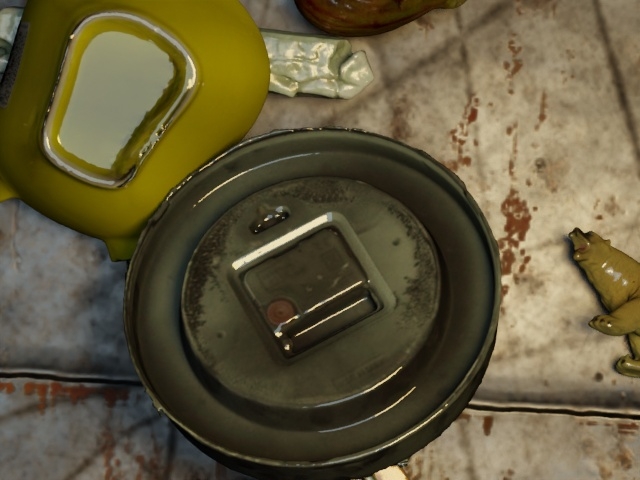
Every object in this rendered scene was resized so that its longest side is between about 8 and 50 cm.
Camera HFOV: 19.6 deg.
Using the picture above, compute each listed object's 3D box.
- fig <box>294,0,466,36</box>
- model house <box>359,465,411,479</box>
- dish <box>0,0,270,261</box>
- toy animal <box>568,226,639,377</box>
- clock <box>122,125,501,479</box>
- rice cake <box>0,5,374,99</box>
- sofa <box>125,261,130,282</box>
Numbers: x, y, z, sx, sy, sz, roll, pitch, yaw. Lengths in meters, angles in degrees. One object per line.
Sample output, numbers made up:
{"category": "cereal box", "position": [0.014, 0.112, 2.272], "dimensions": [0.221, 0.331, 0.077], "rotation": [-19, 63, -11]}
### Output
{"category": "fig", "position": [0.053, -0.225, 1.624], "dimensions": [0.154, 0.103, 0.109], "rotation": [19, 119, -9]}
{"category": "model house", "position": [0.025, 0.268, 1.550], "dimensions": [0.215, 0.198, 0.224], "rotation": [-32, 90, -9]}
{"category": "dish", "position": [-0.172, -0.116, 1.548], "dimensions": [0.221, 0.108, 0.262], "rotation": [28, 95, -3]}
{"category": "toy animal", "position": [0.312, 0.066, 1.633], "dimensions": [0.218, 0.103, 0.101], "rotation": [16, 68, 1]}
{"category": "clock", "position": [-0.005, 0.052, 1.502], "dimensions": [0.312, 0.061, 0.313], "rotation": [-4, 60, 7]}
{"category": "rice cake", "position": [-0.120, -0.165, 1.630], "dimensions": [0.336, 0.066, 0.063], "rotation": [4, 98, -1]}
{"category": "sofa", "position": [-0.142, -0.016, 1.635], "dimensions": [0.060, 0.039, 0.118], "rotation": [2, 86, 1]}
